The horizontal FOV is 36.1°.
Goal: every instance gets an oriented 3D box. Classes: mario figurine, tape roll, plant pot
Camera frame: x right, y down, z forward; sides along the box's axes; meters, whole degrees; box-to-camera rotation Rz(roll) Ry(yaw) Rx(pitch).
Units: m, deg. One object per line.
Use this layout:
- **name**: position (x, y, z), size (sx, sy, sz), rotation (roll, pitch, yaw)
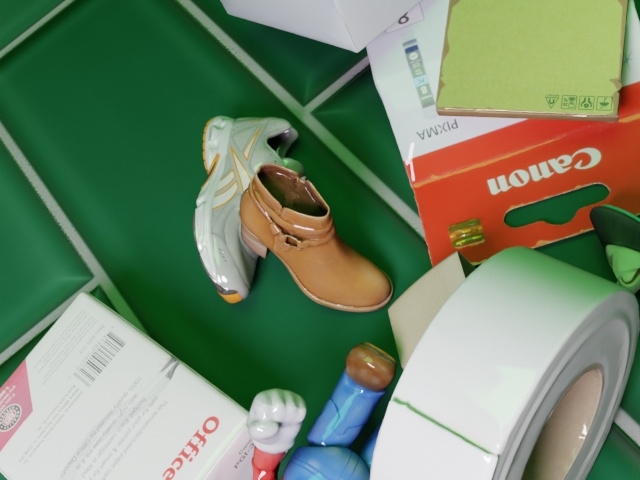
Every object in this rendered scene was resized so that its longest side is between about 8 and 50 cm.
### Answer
- **mario figurine**: position (0.005, 0.258, 0.912), size (0.198, 0.170, 0.320), rotation (26, 71, 30)
- **tape roll**: position (0.163, 0.152, 0.839), size (0.100, 0.286, 0.286), rotation (26, 73, 31)
- **plant pot**: position (0.132, 0.094, 1.003), size (0.096, 0.109, 0.109), rotation (-27, 53, 20)

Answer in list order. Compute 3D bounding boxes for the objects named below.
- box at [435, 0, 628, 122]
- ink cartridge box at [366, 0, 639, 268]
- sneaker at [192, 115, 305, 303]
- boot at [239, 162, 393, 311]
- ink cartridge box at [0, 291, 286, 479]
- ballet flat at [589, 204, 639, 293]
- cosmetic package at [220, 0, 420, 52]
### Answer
- **box**: position (0.238, -0.216, 1.105), size (0.201, 0.021, 0.164), rotation (5, 77, 18)
- **ink cartridge box**: position (0.225, -0.177, 1.135), size (0.308, 0.091, 0.385), rotation (-18, 54, 11)
- **sneaker**: position (-0.079, -0.051, 1.178), size (0.121, 0.099, 0.262), rotation (-8, 59, 12)
- **boot**: position (0.000, 0.000, 1.050), size (0.197, 0.152, 0.073), rotation (26, 64, 2)
- **ink cartridge box**: position (-0.210, 0.217, 1.051), size (0.283, 0.117, 0.207), rotation (30, 74, 33)
- **ballet flat**: position (0.334, 0.031, 0.953), size (0.203, 0.074, 0.074), rotation (32, 76, 36)
- **cosmetic package**: position (0.075, -0.408, 1.260), size (0.377, 0.097, 0.284), rotation (-41, 38, -17)
